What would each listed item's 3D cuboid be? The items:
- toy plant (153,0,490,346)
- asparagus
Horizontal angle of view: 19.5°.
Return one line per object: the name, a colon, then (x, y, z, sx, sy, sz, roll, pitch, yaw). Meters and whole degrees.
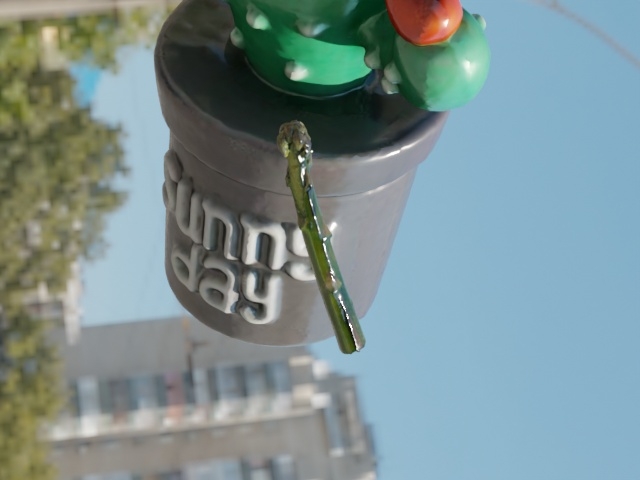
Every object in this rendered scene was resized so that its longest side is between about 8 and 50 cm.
toy plant: (-0.003, -0.116, 1.110, 0.279, 0.185, 0.400, -115, -155, -42)
asparagus: (0.000, 0.000, 0.836, 0.015, 0.018, 0.127, 26, -38, 44)
